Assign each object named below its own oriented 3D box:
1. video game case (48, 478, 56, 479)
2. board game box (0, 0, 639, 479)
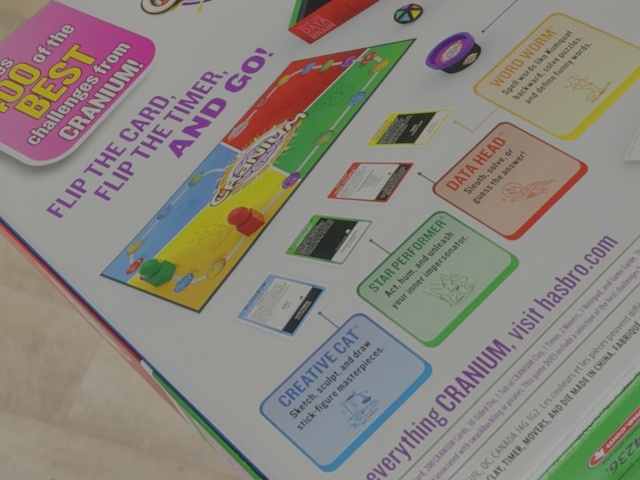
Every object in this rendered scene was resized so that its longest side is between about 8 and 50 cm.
[{"bbox_3d":[-0.276,0.251,0.672,0.285,0.025,0.204,-20,143,-35],"label":"video game case"},{"bbox_3d":[0.018,-0.038,0.447,0.242,0.316,0.064,-43,139,-12],"label":"board game box"}]
